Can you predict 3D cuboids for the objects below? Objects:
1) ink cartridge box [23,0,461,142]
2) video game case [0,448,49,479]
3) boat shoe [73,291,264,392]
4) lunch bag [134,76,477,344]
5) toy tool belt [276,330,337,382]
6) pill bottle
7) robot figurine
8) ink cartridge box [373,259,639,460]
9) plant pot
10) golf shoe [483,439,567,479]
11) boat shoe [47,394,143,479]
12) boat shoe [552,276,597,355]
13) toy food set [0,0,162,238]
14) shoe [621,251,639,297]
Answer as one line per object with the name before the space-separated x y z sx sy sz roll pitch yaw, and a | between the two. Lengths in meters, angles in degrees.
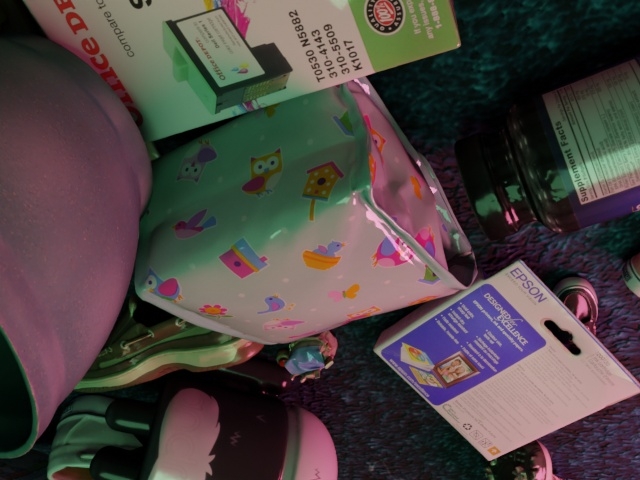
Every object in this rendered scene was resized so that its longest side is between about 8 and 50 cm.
ink cartridge box | -0.063 -0.204 0.524 0.278 0.117 0.201 -14 128 16
video game case | -0.405 0.294 0.955 0.143 0.157 0.019 15 86 8
boat shoe | -0.188 0.099 0.825 0.257 0.095 0.095 -14 104 17
lunch bag | 0.000 0.000 0.662 0.223 0.160 0.262 -23 146 21
toy tool belt | -0.019 0.139 0.856 0.083 0.051 0.052 -26 124 24
pill bottle | 0.230 -0.078 0.607 0.219 0.123 0.123 -20 126 20
robot figurine | -0.119 0.258 0.859 0.278 0.173 0.209 15 115 -10
ink cartridge box | 0.202 0.131 0.809 0.206 0.045 0.208 45 124 -12
plant pot | -0.242 -0.026 0.508 0.293 0.196 0.293 18 134 20
golf shoe | 0.287 0.335 0.988 0.120 0.105 0.273 -14 135 -7
boat shoe | -0.175 0.329 0.961 0.367 0.156 0.136 23 128 -15
boat shoe | 0.282 0.101 0.809 0.049 0.040 0.142 -8 130 11
toy food set | -0.290 -0.111 0.637 0.220 0.092 0.306 -11 129 14
shoe | 0.399 0.047 0.739 0.178 0.063 0.081 25 133 -11
